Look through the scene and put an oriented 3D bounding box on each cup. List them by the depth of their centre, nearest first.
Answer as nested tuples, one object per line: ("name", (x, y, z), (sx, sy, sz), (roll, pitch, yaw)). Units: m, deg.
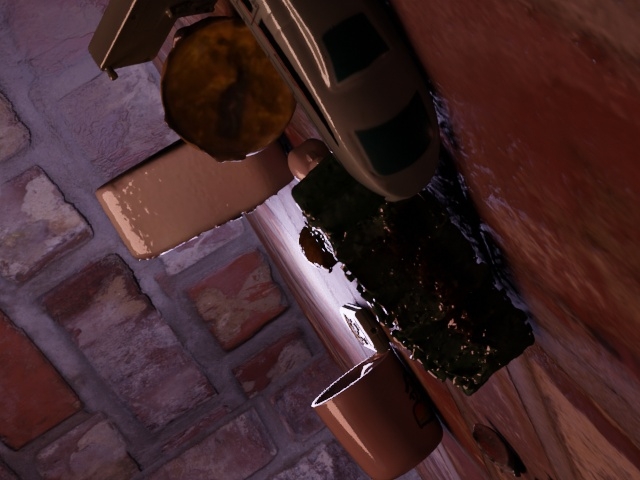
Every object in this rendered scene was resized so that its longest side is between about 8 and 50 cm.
("cup", (0.128, 0.335, 2.029), (0.200, 0.191, 0.253), (54, -156, -1))

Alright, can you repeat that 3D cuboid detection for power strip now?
("power strip", (-0.184, -0.292, 1.270), (0.061, 0.145, 0.215), (57, 139, 11))

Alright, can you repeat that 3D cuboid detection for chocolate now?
("chocolate", (-0.132, -0.214, 1.324), (0.162, 0.162, 0.445), (58, 178, -16))

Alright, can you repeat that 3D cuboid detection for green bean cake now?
("green bean cake", (0.077, 0.020, 0.890), (0.193, 0.107, 0.208), (53, -179, 32))

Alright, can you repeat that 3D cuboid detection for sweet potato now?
("sweet potato", (0.000, -0.002, 1.692), (0.074, 0.075, 0.269), (58, -177, -9))

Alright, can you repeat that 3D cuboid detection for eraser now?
("eraser", (-0.212, -0.098, 1.730), (0.150, 0.331, 0.331), (58, 174, -12))

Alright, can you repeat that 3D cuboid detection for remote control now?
("remote control", (0.087, 0.173, 2.076), (0.098, 0.038, 0.233), (56, 173, -3))

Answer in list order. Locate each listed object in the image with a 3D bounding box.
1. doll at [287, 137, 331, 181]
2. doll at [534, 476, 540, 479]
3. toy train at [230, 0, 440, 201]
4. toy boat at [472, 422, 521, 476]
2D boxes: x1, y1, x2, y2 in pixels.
("doll", (0.018, -0.055, 1.307), (0.160, 0.059, 0.161), (55, 175, 4))
("doll", (0.301, 0.338, 1.268), (0.125, 0.027, 0.037), (51, 179, 43))
("toy train", (-0.030, -0.209, 0.760), (0.407, 0.086, 0.088), (56, 168, -2))
("toy boat", (0.263, 0.314, 1.477), (0.096, 0.034, 0.122), (51, -179, 43))
